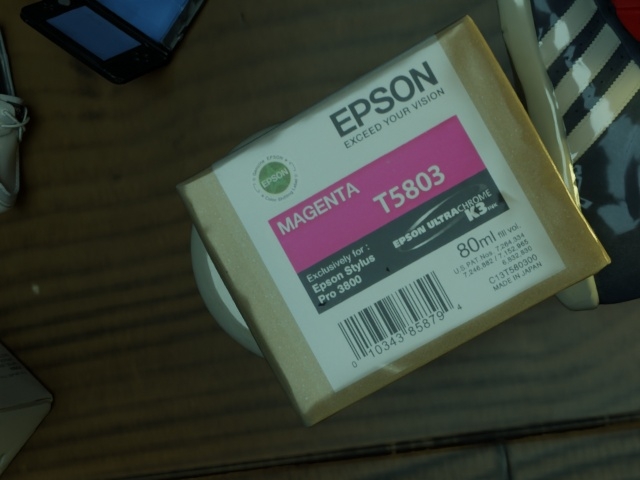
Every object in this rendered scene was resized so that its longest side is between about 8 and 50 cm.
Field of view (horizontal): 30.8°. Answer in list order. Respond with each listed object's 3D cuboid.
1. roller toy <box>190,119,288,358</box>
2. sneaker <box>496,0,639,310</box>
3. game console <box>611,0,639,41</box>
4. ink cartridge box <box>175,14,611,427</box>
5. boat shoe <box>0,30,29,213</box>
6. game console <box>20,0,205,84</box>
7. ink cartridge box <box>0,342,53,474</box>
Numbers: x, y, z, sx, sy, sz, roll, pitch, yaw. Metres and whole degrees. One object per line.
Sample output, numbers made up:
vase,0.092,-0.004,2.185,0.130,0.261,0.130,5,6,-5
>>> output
roller toy,0.000,0.000,0.928,0.191,0.146,0.209,-19,88,6
sneaker,0.218,-0.128,0.876,0.148,0.131,0.350,-11,93,11
game console,0.300,-0.347,0.761,0.342,0.060,0.386,-29,109,-5
ink cartridge box,0.048,-0.012,0.804,0.234,0.088,0.193,-30,87,7
boat shoe,-0.302,-0.118,1.072,0.063,0.066,0.184,-18,75,18
game console,-0.183,-0.208,1.026,0.122,0.107,0.071,35,129,15
ink cartridge box,-0.416,0.134,1.079,0.273,0.114,0.197,41,102,12
